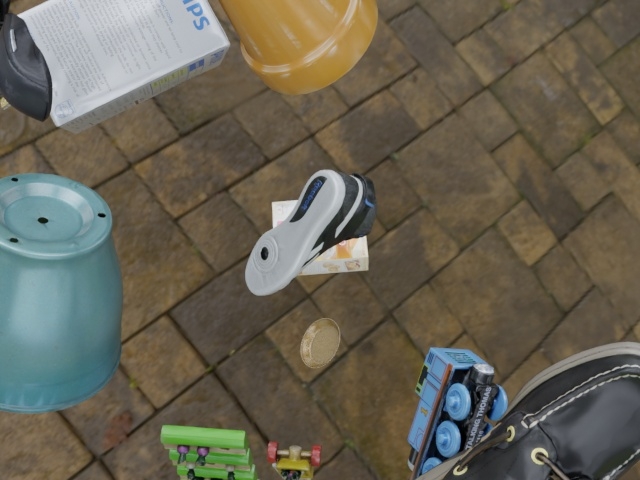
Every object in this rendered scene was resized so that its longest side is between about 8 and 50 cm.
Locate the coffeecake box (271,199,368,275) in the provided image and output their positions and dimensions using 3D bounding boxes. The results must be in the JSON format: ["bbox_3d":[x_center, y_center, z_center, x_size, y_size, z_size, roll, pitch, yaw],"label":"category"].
[{"bbox_3d":[-0.002,-0.009,1.966,0.186,0.068,0.142,-5,63,1],"label":"coffeecake box"}]

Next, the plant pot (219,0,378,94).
[{"bbox_3d":[-0.051,-0.340,1.370,0.188,0.205,0.205,42,44,-49],"label":"plant pot"}]

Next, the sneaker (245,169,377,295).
[{"bbox_3d":[0.000,0.000,1.311,0.121,0.217,0.079,5,45,-45],"label":"sneaker"}]

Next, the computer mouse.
[{"bbox_3d":[-0.469,-0.250,1.457,0.060,0.184,0.262,-8,55,-32],"label":"computer mouse"}]

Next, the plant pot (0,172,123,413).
[{"bbox_3d":[-0.397,0.055,1.372,0.272,0.255,0.271,13,36,-9],"label":"plant pot"}]

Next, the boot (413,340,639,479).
[{"bbox_3d":[0.182,0.275,0.915,0.138,0.377,0.284,48,26,-5],"label":"boot"}]

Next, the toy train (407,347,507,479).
[{"bbox_3d":[0.155,0.219,1.160,0.080,0.105,0.184,7,108,-29],"label":"toy train"}]

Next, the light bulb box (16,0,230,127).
[{"bbox_3d":[-0.399,-0.393,1.969,0.361,0.358,0.225,-27,98,-6],"label":"light bulb box"}]

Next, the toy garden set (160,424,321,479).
[{"bbox_3d":[-0.098,0.322,1.324,0.204,0.244,0.049,3,59,5],"label":"toy garden set"}]

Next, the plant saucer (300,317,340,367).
[{"bbox_3d":[0.004,0.165,1.552,0.015,0.083,0.083,30,52,-41],"label":"plant saucer"}]
